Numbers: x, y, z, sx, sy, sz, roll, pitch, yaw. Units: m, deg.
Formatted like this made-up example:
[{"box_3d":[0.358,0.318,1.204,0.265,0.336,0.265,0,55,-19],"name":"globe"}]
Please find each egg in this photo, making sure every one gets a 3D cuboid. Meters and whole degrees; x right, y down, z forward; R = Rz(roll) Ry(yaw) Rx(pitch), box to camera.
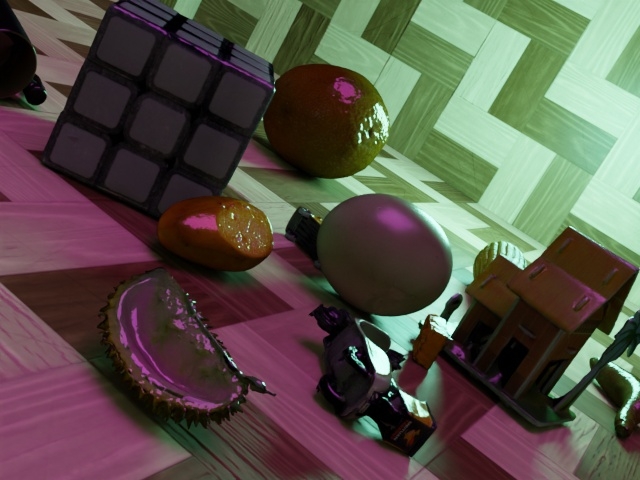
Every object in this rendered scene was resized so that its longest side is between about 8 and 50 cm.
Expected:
[{"box_3d":[0.117,0.028,1.519,0.269,0.219,0.219,29,15,-17],"name":"egg"}]

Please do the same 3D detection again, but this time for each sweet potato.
[{"box_3d":[0.658,0.341,1.787,0.108,0.079,0.346,2,15,8],"name":"sweet potato"}]

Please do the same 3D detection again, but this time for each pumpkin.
[{"box_3d":[0.196,0.178,1.463,0.053,0.074,0.083,24,19,-5],"name":"pumpkin"}]

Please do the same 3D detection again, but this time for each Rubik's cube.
[{"box_3d":[-0.276,-0.234,1.489,0.303,0.305,0.301,24,17,-12],"name":"Rubik's cube"}]

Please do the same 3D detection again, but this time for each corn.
[{"box_3d":[0.441,0.102,2.028,0.144,0.144,0.387,30,21,2],"name":"corn"}]

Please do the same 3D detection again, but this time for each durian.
[{"box_3d":[-0.165,0.135,0.928,0.137,0.096,0.220,-28,53,-29],"name":"durian"}]

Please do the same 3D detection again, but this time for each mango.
[{"box_3d":[-0.176,-0.008,1.341,0.217,0.102,0.141,2,57,-51],"name":"mango"}]

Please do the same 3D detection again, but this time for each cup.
[{"box_3d":[-0.601,-0.363,1.568,0.239,0.166,0.177,9,29,-49],"name":"cup"}]

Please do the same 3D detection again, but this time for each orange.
[{"box_3d":[0.008,-0.335,2.306,0.357,0.322,0.322,30,12,38],"name":"orange"}]

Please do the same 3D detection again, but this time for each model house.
[{"box_3d":[0.439,0.131,1.575,0.300,0.324,0.340,41,19,33],"name":"model house"}]

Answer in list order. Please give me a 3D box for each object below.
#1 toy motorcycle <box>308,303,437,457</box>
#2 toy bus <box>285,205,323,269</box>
[{"box_3d":[0.064,0.183,1.197,0.157,0.091,0.263,33,16,-21],"name":"toy motorcycle"},{"box_3d":[0.000,0.000,1.674,0.074,0.070,0.162,13,24,-47],"name":"toy bus"}]
